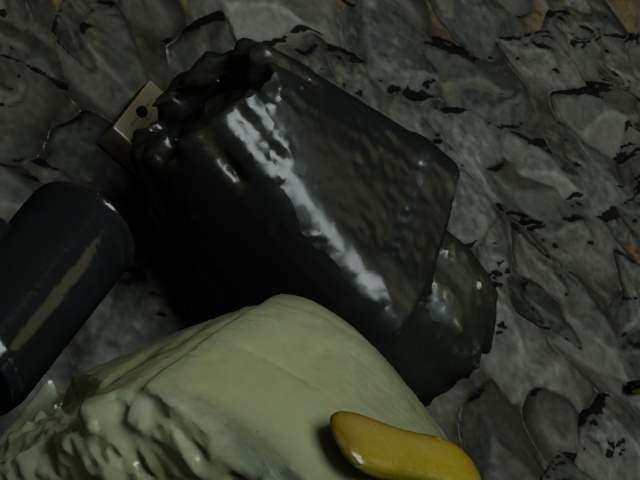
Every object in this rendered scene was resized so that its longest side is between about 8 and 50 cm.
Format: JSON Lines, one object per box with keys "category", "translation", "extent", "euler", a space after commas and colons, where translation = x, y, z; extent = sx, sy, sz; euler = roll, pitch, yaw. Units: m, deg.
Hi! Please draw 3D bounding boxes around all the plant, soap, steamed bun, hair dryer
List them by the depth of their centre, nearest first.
{"category": "soap", "translation": [0.037, 0.091, 0.612], "extent": [0.089, 0.012, 0.034], "euler": [22, 31, -40]}
{"category": "steamed bun", "translation": [-0.012, 0.164, 0.701], "extent": [0.290, 0.272, 0.273], "euler": [53, 43, -8]}
{"category": "hair dryer", "translation": [-0.232, -0.023, 0.775], "extent": [0.255, 0.070, 0.128], "euler": [37, 47, -9]}
{"category": "plant", "translation": [0.000, 0.000, 0.887], "extent": [0.256, 0.142, 0.164], "euler": [47, 44, -24]}

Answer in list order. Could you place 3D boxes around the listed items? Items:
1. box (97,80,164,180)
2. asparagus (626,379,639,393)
{"category": "box", "translation": [-0.095, -0.055, 0.928], "extent": [0.083, 0.024, 0.053], "euler": [43, 45, -15]}
{"category": "asparagus", "translation": [0.300, 0.114, 1.181], "extent": [0.166, 0.016, 0.013], "euler": [1, 24, -40]}
